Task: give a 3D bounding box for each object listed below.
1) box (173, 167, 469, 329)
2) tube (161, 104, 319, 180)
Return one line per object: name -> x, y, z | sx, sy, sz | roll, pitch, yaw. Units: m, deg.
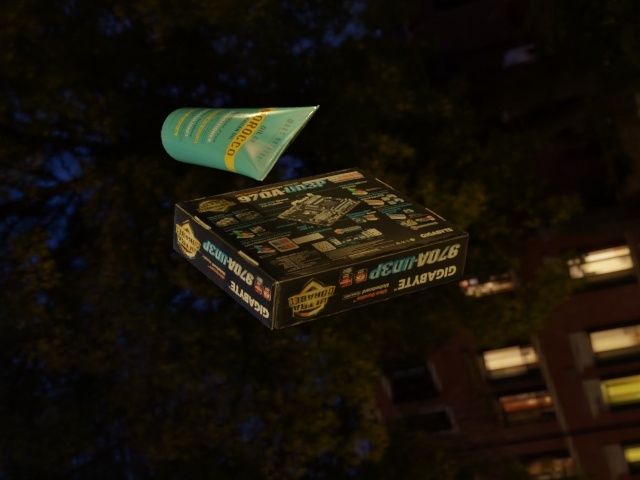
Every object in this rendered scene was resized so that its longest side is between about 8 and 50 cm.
box -> 0.000, 0.000, 1.020 | 0.220, 0.175, 0.051 | -14, -58, -34
tube -> -0.076, -0.089, 0.968 | 0.052, 0.207, 0.080 | 39, -104, -30
